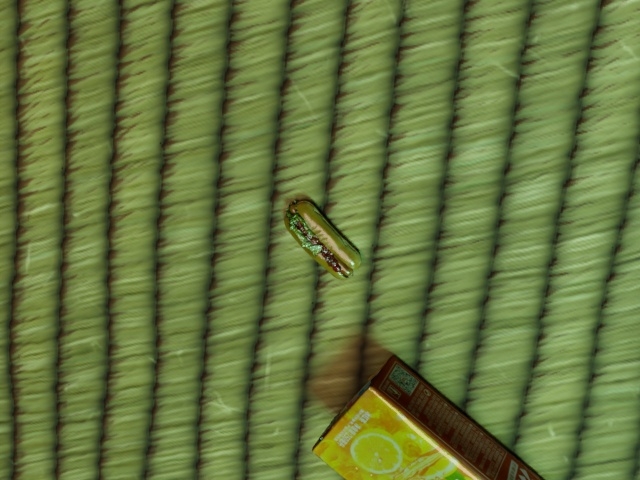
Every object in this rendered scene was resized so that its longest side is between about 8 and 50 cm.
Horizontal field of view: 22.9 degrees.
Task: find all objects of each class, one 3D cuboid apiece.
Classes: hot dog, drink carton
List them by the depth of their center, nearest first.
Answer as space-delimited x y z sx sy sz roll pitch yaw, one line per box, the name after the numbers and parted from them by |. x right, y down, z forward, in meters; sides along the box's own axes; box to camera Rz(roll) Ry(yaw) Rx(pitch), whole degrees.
0.000 0.000 1.357 0.083 0.021 0.037 43 120 -3 | hot dog
0.112 0.211 1.379 0.223 0.071 0.096 41 119 1 | drink carton
